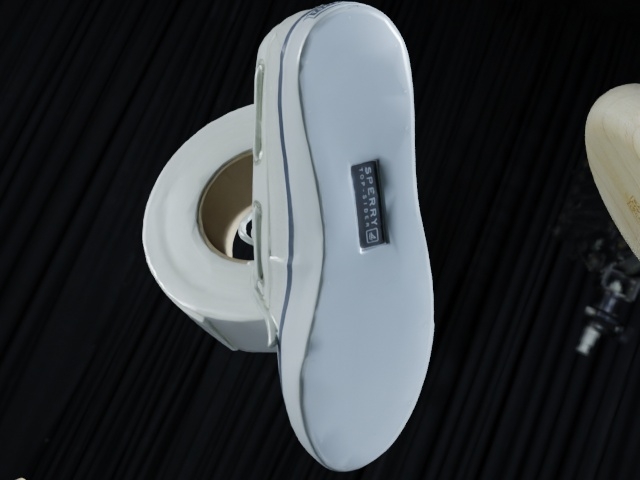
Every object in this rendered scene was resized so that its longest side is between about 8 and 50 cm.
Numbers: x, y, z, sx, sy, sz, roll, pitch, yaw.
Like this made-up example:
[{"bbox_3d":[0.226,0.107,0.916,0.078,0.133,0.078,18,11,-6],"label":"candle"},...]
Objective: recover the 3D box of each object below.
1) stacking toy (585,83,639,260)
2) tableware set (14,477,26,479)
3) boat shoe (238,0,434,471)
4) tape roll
[{"bbox_3d":[0.323,-0.091,0.370,0.141,0.330,0.141,60,7,-12],"label":"stacking toy"},{"bbox_3d":[-0.104,0.138,0.194,0.020,0.141,0.169,-14,-19,3],"label":"tableware set"},{"bbox_3d":[-0.008,0.000,0.578,0.135,0.368,0.156,-15,19,-26],"label":"boat shoe"},{"bbox_3d":[-0.055,-0.019,0.795,0.286,0.286,0.100,20,-20,25],"label":"tape roll"}]
